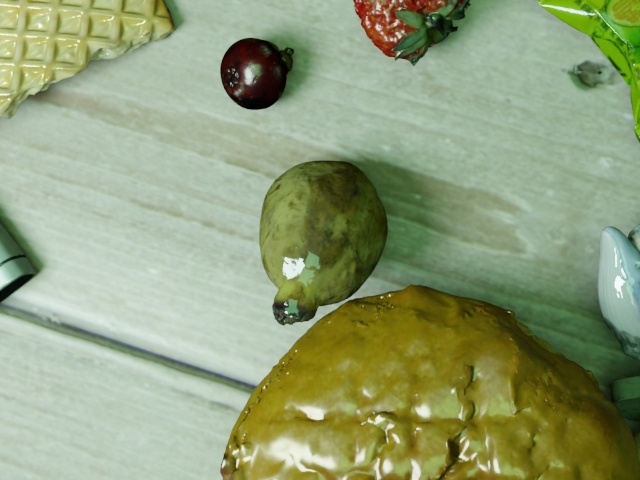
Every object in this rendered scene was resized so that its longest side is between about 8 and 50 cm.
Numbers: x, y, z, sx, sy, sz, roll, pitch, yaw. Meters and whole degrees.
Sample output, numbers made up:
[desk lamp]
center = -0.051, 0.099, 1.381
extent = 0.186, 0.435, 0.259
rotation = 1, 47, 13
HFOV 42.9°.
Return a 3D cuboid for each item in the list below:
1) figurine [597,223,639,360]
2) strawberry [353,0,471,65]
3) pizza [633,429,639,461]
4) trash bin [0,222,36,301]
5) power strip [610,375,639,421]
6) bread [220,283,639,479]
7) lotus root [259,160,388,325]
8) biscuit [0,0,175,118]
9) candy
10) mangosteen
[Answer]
[figurine]
center = 0.380, 0.049, 0.855
extent = 0.208, 0.128, 0.184
rotation = 32, 92, -5
[strawberry]
center = 0.086, -0.271, 0.863
extent = 0.131, 0.131, 0.148
rotation = -40, 91, 5
[pizza]
center = 0.390, 0.256, 0.807
extent = 0.365, 0.074, 0.182
rotation = -41, 51, 39
[trash bin]
center = -0.417, 0.020, 0.949
extent = 0.116, 0.059, 0.130
rotation = -37, 88, 5
[power strip]
center = 0.410, 0.149, 0.839
extent = 0.227, 0.080, 0.029
rotation = -19, 53, 32
[bread]
center = 0.093, 0.245, 0.790
extent = 0.398, 0.215, 0.398
rotation = -4, 70, 11
[lotus root]
center = 0.000, 0.000, 0.854
extent = 0.138, 0.214, 0.138
rotation = 6, 136, 6
[biscuit]
center = -0.339, -0.254, 0.910
extent = 0.309, 0.040, 0.205
rotation = -27, 86, -8
[candy]
center = 0.338, -0.233, 0.871
extent = 0.149, 0.069, 0.246
rotation = -40, 90, 3
[mangosteen]
center = -0.071, -0.184, 0.905
extent = 0.081, 0.081, 0.081
rotation = 0, 92, 5
